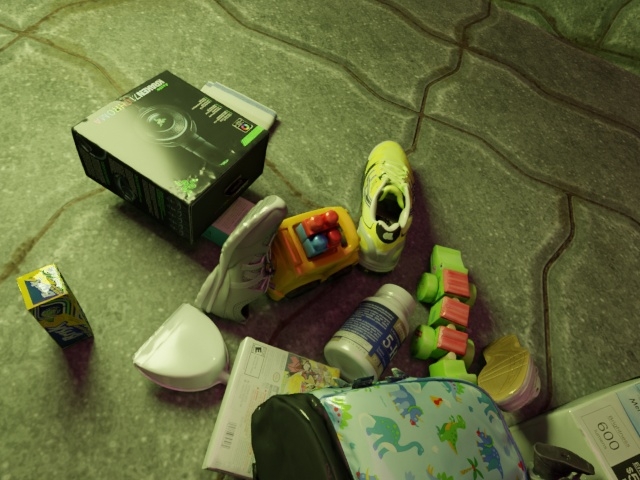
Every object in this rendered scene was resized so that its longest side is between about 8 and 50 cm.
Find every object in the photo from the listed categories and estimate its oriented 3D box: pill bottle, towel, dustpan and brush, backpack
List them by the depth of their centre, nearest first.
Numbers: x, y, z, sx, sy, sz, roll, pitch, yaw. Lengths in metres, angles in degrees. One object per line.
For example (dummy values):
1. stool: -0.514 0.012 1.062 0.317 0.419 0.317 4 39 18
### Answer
1. backpack: 0.118 0.335 0.613 0.355 0.273 0.290 18 40 -41
2. dustpan and brush: -0.193 0.218 0.727 0.211 0.060 0.147 26 44 10
3. pill bottle: 0.102 0.174 0.795 0.112 0.112 0.187 38 56 10
4. towel: -0.252 -0.274 1.040 0.209 0.034 0.285 25 56 -1

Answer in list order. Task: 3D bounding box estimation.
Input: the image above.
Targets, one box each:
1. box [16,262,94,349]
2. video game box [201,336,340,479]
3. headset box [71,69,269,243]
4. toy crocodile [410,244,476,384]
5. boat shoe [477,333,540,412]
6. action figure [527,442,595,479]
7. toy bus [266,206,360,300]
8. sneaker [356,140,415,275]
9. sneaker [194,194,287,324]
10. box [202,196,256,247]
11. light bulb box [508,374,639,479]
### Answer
1. box: -0.412 0.110 0.659 0.054 0.169 0.059 -25 66 -27
2. video game box: -0.071 0.288 0.692 0.187 0.048 0.205 23 54 -13
3. headset box: -0.273 -0.166 0.827 0.283 0.131 0.246 33 55 7
4. toy crocodile: 0.264 0.150 0.861 0.115 0.105 0.341 18 54 -4
5. boat shoe: 0.355 0.252 0.757 0.096 0.098 0.277 60 23 8
6. action figure: 0.312 0.445 0.597 0.099 0.285 0.185 18 20 16
7. toy bus: 0.000 0.000 0.804 0.220 0.211 0.150 -19 77 -31
8. sneaker: 0.170 -0.107 0.978 0.145 0.147 0.385 13 54 -5
9. sneaker: -0.117 0.039 0.741 0.115 0.281 0.105 32 34 -6
10. box: -0.238 -0.067 0.890 0.244 0.060 0.101 29 54 4
11. light bulb box: 0.565 0.426 0.690 0.360 0.225 0.358 -10 61 -20
